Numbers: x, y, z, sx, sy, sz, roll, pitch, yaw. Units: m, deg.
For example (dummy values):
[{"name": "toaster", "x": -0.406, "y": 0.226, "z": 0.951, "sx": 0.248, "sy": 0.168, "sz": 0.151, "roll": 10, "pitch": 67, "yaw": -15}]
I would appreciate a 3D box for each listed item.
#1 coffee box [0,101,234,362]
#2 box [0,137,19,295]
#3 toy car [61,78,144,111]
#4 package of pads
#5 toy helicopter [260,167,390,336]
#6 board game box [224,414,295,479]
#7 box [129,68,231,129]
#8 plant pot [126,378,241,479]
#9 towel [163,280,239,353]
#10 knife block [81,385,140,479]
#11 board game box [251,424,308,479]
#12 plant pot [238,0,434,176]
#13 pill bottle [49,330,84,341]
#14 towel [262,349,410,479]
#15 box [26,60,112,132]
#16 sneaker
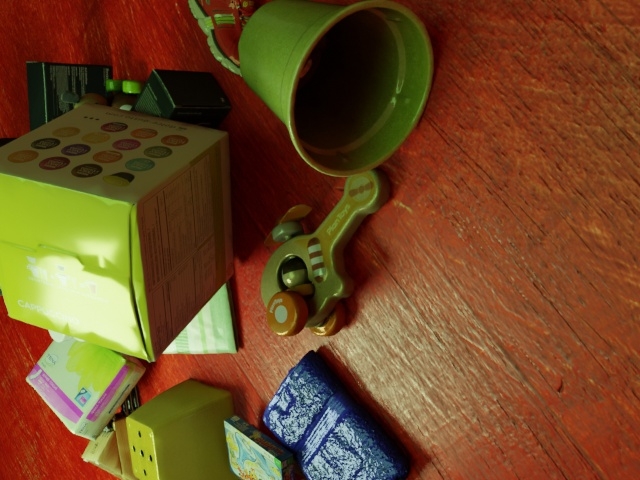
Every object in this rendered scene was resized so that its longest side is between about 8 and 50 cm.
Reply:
[{"name": "coffee box", "x": -0.392, "y": -0.029, "z": 1.295, "sx": 0.337, "sy": 0.334, "sz": 0.338, "roll": 13, "pitch": 123, "yaw": 16}, {"name": "box", "x": -0.867, "y": -0.072, "z": 1.884, "sx": 0.212, "sy": 0.293, "sz": 0.395, "roll": 27, "pitch": 115, "yaw": 35}, {"name": "toy car", "x": -0.526, "y": -0.306, "z": 1.601, "sx": 0.149, "sy": 0.188, "sz": 0.155, "roll": 14, "pitch": 107, "yaw": 40}, {"name": "package of pads", "x": -0.618, "y": 0.345, "z": 1.762, "sx": 0.296, "sy": 0.101, "sz": 0.229, "roll": 26, "pitch": 77, "yaw": 39}, {"name": "toy helicopter", "x": 0.000, "y": 0.000, "z": 1.250, "sx": 0.355, "sy": 0.140, "sz": 0.235, "roll": -54, "pitch": 53, "yaw": 23}, {"name": "board game box", "x": -0.128, "y": 0.471, "z": 1.420, "sx": 0.201, "sy": 0.035, "sz": 0.136, "roll": 17, "pitch": 119, "yaw": 46}, {"name": "box", "x": -0.317, "y": -0.258, "z": 1.446, "sx": 0.207, "sy": 0.153, "sz": 0.108, "roll": -46, "pitch": 67, "yaw": 36}, {"name": "plant pot", "x": -0.325, "y": 0.460, "z": 1.544, "sx": 0.212, "sy": 0.187, "sz": 0.212, "roll": -1, "pitch": 98, "yaw": 50}, {"name": "towel", "x": -0.350, "y": 0.142, "z": 1.558, "sx": 0.325, "sy": 0.038, "sz": 0.248, "roll": -5, "pitch": 96, "yaw": 20}, {"name": "knife block", "x": -0.525, "y": 0.517, "z": 1.842, "sx": 0.088, "sy": 0.242, "sz": 0.276, "roll": -7, "pitch": 138, "yaw": 44}, {"name": "board game box", "x": -0.088, "y": 0.521, "z": 1.466, "sx": 0.259, "sy": 0.039, "sz": 0.124, "roll": 28, "pitch": 116, "yaw": 39}, {"name": "plant pot", "x": 0.000, "y": -0.282, "z": 1.107, "sx": 0.254, "sy": 0.276, "sz": 0.276, "roll": 40, "pitch": 123, "yaw": 44}, {"name": "pill bottle", "x": -0.574, "y": 0.188, "z": 1.715, "sx": 0.124, "sy": 0.221, "sz": 0.124, "roll": 9, "pitch": 104, "yaw": 41}, {"name": "towel", "x": 0.018, "y": 0.397, "z": 1.317, "sx": 0.308, "sy": 0.076, "sz": 0.227, "roll": 44, "pitch": 125, "yaw": 27}, {"name": "box", "x": -0.629, "y": -0.315, "z": 1.697, "sx": 0.103, "sy": 0.184, "sz": 0.261, "roll": 15, "pitch": 107, "yaw": 42}, {"name": "sneaker", "x": -0.164, "y": -0.424, "z": 1.314, "sx": 0.118, "sy": 0.107, "sz": 0.279, "roll": -42, "pitch": 72, "yaw": 29}]
